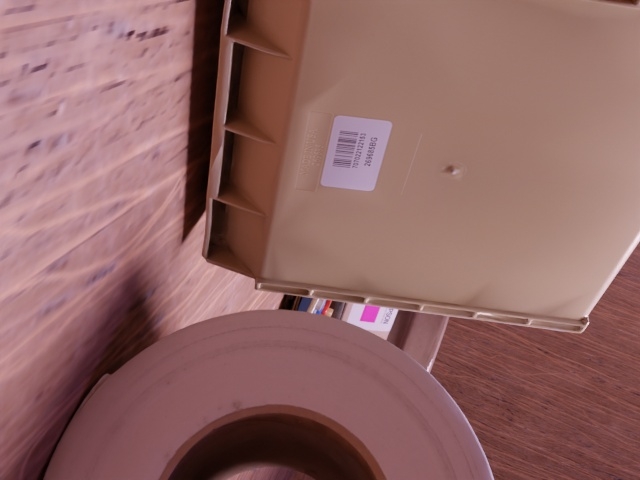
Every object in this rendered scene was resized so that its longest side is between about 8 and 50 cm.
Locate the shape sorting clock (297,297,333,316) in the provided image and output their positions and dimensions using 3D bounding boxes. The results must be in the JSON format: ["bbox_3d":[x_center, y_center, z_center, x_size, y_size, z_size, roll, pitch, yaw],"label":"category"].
[{"bbox_3d":[-0.003,0.094,1.226,0.206,0.040,0.206,22,90,-84],"label":"shape sorting clock"}]

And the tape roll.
[{"bbox_3d":[-0.030,0.182,0.523,0.169,0.246,0.246,99,13,-66],"label":"tape roll"}]

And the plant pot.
[{"bbox_3d":[0.081,0.169,1.533,0.263,0.229,0.263,22,90,-83],"label":"plant pot"}]

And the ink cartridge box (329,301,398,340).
[{"bbox_3d":[0.078,0.009,1.345,0.193,0.088,0.235,-98,-159,-52],"label":"ink cartridge box"}]

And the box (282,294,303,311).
[{"bbox_3d":[0.000,0.000,1.220,0.201,0.021,0.164,-60,170,-51],"label":"box"}]

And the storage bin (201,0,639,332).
[{"bbox_3d":[0.074,-0.080,0.509,0.262,0.260,0.123,105,-8,-51],"label":"storage bin"}]
